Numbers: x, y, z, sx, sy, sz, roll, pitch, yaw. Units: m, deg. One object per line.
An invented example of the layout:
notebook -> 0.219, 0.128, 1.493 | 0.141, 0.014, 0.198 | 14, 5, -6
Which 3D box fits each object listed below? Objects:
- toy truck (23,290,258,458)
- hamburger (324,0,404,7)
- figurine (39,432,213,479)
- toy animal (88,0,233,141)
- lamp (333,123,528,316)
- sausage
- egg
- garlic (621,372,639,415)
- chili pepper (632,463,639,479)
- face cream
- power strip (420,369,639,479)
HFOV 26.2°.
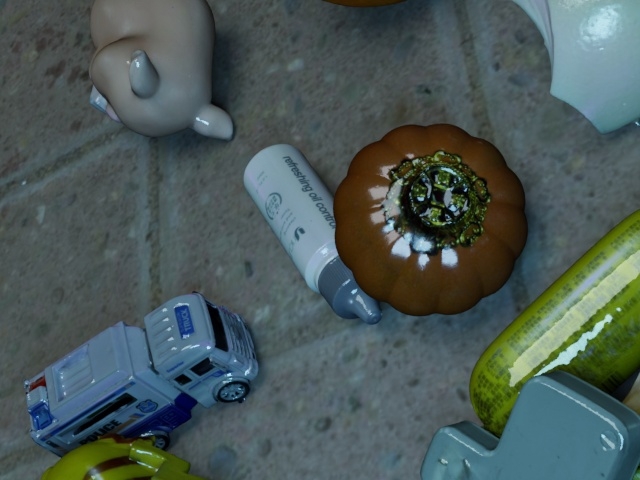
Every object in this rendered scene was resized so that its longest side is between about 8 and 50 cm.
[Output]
toy truck -> -0.223, 0.171, 1.710 | 0.268, 0.155, 0.124 | -33, 47, 15
hamburger -> 0.081, -0.504, 1.775 | 0.395, 0.396, 0.277 | -33, 46, 16
figurine -> -0.182, 0.338, 1.572 | 0.326, 0.218, 0.169 | 36, 127, 38
toy animal -> -0.252, -0.261, 1.995 | 0.213, 0.195, 0.256 | -23, 53, 34
lamp -> 0.123, -0.024, 1.547 | 0.223, 0.196, 0.223 | 0, 75, -1
sausage -> 0.283, 0.084, 1.406 | 0.347, 0.123, 0.123 | -43, 45, 5
egg -> 0.318, -0.277, 1.544 | 0.206, 0.162, 0.271 | -25, 69, 7
garlic -> 0.362, 0.104, 1.319 | 0.198, 0.128, 0.090 | -66, 28, 9
chili pepper -> 0.360, 0.269, 1.290 | 0.049, 0.043, 0.208 | -37, 46, -24
face cream -> 0.000, 0.000, 1.701 | 0.092, 0.092, 0.311 | -41, 46, 8
power strip -> 0.187, 0.247, 1.332 | 0.193, 0.059, 0.265 | 30, 109, 34
